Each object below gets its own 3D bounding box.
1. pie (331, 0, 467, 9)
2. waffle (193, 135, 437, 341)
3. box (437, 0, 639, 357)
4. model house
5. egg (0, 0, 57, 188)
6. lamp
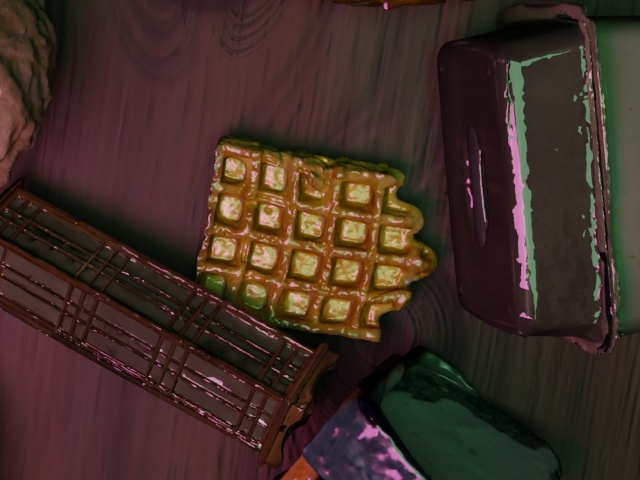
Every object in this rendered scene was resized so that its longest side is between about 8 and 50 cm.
[{"bbox_3d":[0.078,-0.342,1.439,0.355,0.103,0.288,-11,97,-3],"label":"pie"},{"bbox_3d":[0.000,0.000,1.506,0.211,0.055,0.160,9,99,0],"label":"waffle"},{"bbox_3d":[0.206,-0.056,1.424,0.166,0.220,0.290,-8,98,-14],"label":"box"},{"bbox_3d":[0.032,0.247,1.464,0.291,0.253,0.184,-44,85,20],"label":"model house"},{"bbox_3d":[-0.362,-0.148,1.381,0.310,0.279,0.279,24,97,11],"label":"egg"},{"bbox_3d":[-0.152,0.069,1.457,0.325,0.090,0.089,28,129,5],"label":"lamp"}]
